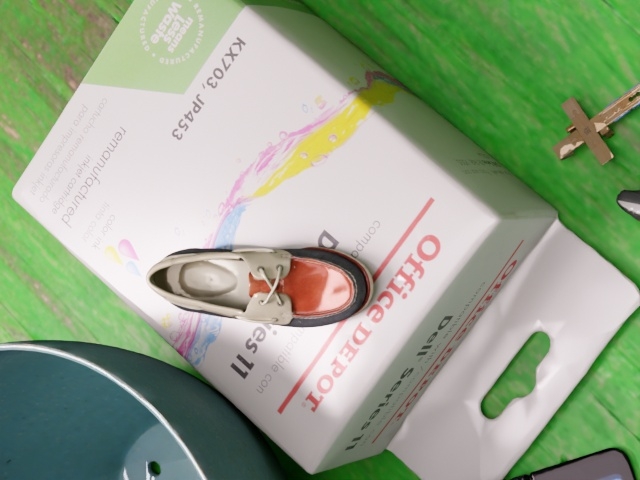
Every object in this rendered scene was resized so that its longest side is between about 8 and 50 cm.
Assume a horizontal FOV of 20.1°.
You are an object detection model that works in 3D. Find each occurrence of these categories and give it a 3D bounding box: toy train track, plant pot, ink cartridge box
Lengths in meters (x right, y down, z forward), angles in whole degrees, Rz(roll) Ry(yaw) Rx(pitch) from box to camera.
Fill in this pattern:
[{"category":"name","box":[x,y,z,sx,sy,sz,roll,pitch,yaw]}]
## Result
[{"category":"toy train track","box":[0.180,-0.077,1.112,0.083,0.014,0.048,-36,69,16]},{"category":"plant pot","box":[-0.126,0.195,1.154,0.290,0.195,0.290,4,98,28]},{"category":"ink cartridge box","box":[0.000,0.000,1.139,0.353,0.119,0.207,40,107,19]}]

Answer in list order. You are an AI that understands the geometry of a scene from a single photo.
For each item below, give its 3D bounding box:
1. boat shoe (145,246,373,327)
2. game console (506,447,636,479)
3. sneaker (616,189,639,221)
[{"category":"boat shoe","box":[-0.037,0.026,1.066,0.137,0.043,0.049,5,92,25]},{"category":"game console","box":[0.146,0.201,1.103,0.071,0.107,0.122,-28,77,52]},{"category":"sneaker","box":[0.221,-0.025,1.087,0.083,0.031,0.035,10,82,21]}]
